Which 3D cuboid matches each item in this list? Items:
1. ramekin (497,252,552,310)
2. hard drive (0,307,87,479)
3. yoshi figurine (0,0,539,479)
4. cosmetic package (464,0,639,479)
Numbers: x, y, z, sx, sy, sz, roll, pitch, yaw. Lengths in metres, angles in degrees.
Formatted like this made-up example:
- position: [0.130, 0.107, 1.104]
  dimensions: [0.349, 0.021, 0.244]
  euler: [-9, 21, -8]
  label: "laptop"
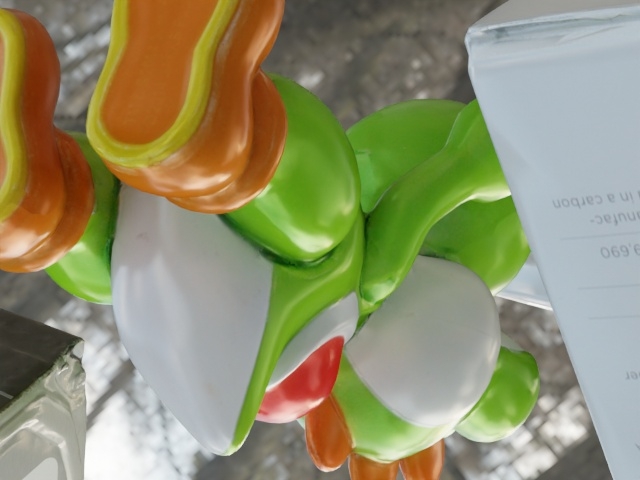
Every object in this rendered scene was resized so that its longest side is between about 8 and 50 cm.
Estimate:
- position: [0.241, 0.001, 1.151]
  dimensions: [0.273, 0.127, 0.273]
  euler: [13, 178, 1]
  label: "ramekin"
- position: [-0.222, 0.208, 0.855]
  dimensions: [0.064, 0.237, 0.339]
  euler: [18, -149, 21]
  label: "hard drive"
- position: [-0.006, -0.023, 0.827]
  dimensions: [0.203, 0.203, 0.362]
  euler: [42, -177, 38]
  label: "yoshi figurine"
- position: [0.216, 0.066, 0.590]
  dimensions: [0.217, 0.156, 0.385]
  euler: [-35, -68, -44]
  label: "cosmetic package"
